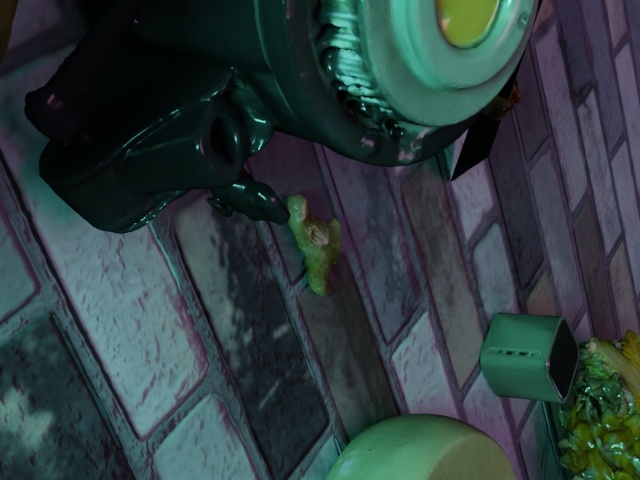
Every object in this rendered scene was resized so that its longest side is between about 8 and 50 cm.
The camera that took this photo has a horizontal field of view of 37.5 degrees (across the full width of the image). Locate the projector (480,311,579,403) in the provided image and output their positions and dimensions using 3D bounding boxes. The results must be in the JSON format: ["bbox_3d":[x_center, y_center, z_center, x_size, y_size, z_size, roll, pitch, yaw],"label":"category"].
[{"bbox_3d":[0.242,0.134,1.087,0.083,0.082,0.083,56,48,-38],"label":"projector"}]

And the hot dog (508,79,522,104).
[{"bbox_3d":[0.201,-0.191,1.072,0.122,0.037,0.049,38,63,-46],"label":"hot dog"}]

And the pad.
[{"bbox_3d":[0.194,-0.191,0.952,0.159,0.009,0.265,140,-29,-82],"label":"pad"}]

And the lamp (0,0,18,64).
[{"bbox_3d":[-0.229,-0.124,0.295,0.250,0.250,0.284,-3,60,-55],"label":"lamp"}]

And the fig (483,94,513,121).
[{"bbox_3d":[0.112,-0.258,0.839,0.204,0.186,0.249,30,84,-41],"label":"fig"}]

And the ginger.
[{"bbox_3d":[0.001,0.000,0.788,0.048,0.030,0.097,-45,127,-44],"label":"ginger"}]

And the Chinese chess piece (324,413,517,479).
[{"bbox_3d":[0.091,0.293,0.853,0.273,0.102,0.273,1,88,-53],"label":"Chinese chess piece"}]

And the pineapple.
[{"bbox_3d":[0.371,0.261,1.241,0.286,0.209,0.344,38,28,-14],"label":"pineapple"}]

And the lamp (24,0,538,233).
[{"bbox_3d":[0.000,-0.172,0.579,0.205,0.272,0.374,50,51,-45],"label":"lamp"}]
